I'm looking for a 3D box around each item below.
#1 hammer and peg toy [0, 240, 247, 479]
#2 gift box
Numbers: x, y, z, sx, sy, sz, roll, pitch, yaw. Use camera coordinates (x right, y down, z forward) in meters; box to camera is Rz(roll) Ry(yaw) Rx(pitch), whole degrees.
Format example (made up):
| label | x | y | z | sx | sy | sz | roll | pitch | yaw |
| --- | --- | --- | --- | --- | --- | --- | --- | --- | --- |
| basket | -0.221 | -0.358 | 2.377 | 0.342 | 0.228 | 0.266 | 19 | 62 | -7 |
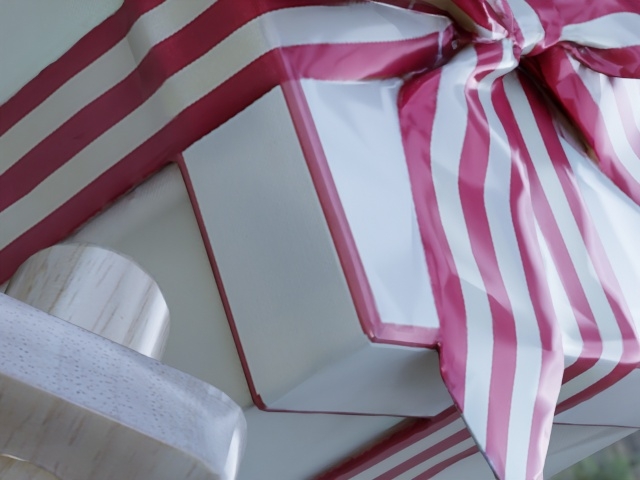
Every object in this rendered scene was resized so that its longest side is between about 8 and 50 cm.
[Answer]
| label | x | y | z | sx | sy | sz | roll | pitch | yaw |
| --- | --- | --- | --- | --- | --- | --- | --- | --- | --- |
| hammer and peg toy | -0.189 | 0.116 | 0.460 | 0.127 | 0.266 | 0.361 | -76 | -169 | -54 |
| gift box | 0.000 | 0.000 | 0.689 | 0.255 | 0.258 | 0.276 | 1 | 60 | -51 |
